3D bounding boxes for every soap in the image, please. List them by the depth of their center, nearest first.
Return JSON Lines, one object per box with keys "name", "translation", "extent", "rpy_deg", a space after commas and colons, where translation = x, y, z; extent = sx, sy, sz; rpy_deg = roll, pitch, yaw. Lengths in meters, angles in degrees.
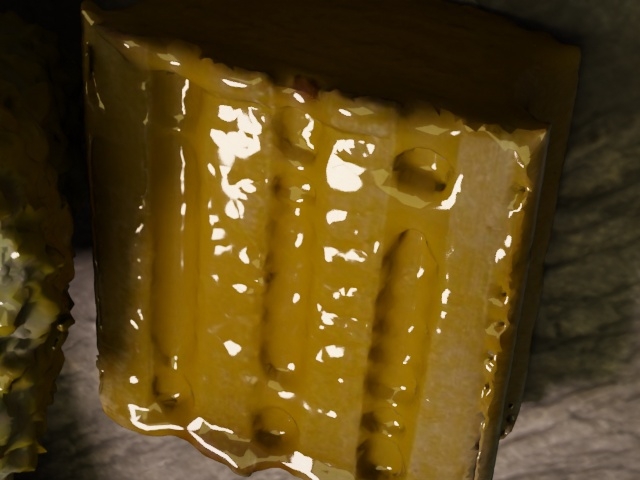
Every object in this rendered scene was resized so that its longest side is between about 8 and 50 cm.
{"name": "soap", "translation": [0.000, 0.000, 1.029], "extent": [0.293, 0.156, 0.335], "rpy_deg": [12, 126, 13]}

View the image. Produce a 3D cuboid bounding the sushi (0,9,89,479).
{"name": "sushi", "translation": [-0.349, 0.022, 1.018], "extent": [0.397, 0.240, 0.351], "rpy_deg": [3, 125, -9]}
